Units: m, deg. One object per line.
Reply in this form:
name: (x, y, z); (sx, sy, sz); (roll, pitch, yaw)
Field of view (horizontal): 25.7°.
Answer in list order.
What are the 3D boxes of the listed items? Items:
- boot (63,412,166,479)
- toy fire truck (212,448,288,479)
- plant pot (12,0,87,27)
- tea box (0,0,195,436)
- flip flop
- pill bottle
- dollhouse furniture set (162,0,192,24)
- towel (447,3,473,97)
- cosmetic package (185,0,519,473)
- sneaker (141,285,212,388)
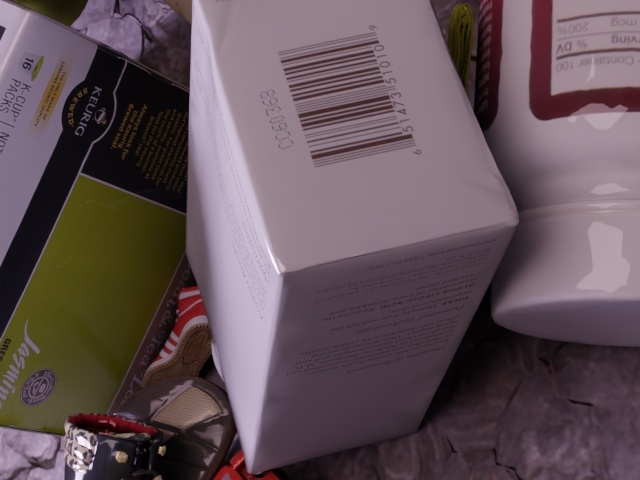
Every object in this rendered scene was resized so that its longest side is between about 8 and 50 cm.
boot: (-0.146, 0.244, 1.101); (0.236, 0.085, 0.178); (13, 99, 51)
toy fire truck: (-0.043, 0.268, 1.108); (0.135, 0.047, 0.192); (-44, 55, -6)
plant pot: (-0.316, -0.322, 1.282); (0.275, 0.293, 0.274); (-4, 56, 6)
tea box: (-0.273, -0.028, 1.216); (0.220, 0.323, 0.329); (27, 91, 35)
flip flop: (-0.147, 0.235, 1.222); (0.112, 0.080, 0.277); (34, 111, 29)
pill bottle: (0.222, -0.132, 0.996); (0.224, 0.224, 0.392); (-4, 75, 31)
dollhouse furniture set: (-0.091, -0.337, 1.262); (0.161, 0.212, 0.242); (41, 127, 32)
towel: (0.104, -0.065, 1.047); (0.021, 0.237, 0.102); (5, 62, 8)
cosmetic package: (0.000, 0.000, 1.002); (0.156, 0.385, 0.217); (-13, 67, -11)
sneaker: (-0.123, 0.088, 1.262); (0.118, 0.042, 0.067); (-48, 28, 37)
